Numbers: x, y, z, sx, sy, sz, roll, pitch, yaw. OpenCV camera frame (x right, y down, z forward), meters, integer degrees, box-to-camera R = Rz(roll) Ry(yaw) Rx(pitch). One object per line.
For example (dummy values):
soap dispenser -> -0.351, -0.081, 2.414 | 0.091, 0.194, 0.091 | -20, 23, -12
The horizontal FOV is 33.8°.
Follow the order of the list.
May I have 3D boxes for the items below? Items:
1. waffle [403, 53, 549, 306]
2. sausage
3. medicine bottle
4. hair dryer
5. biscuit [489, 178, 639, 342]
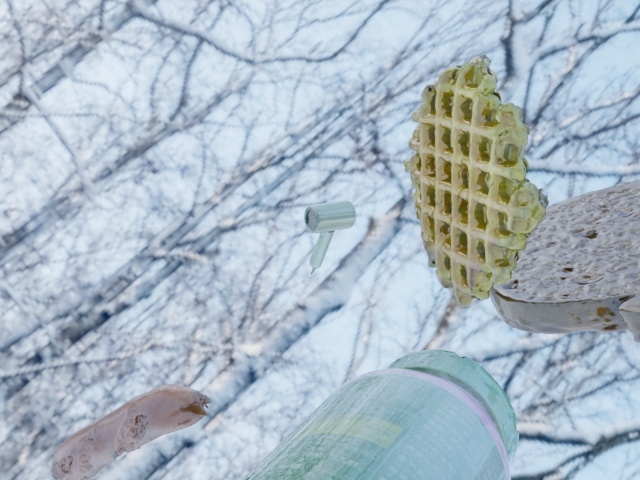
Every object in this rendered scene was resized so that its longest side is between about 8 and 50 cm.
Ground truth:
waffle -> 0.160, -0.063, 1.161 | 0.245, 0.052, 0.254 | 121, -42, -56
sausage -> -0.140, 0.138, 0.751 | 0.158, 0.042, 0.036 | -31, -110, 34
medicine bottle -> 0.030, 0.156, 0.600 | 0.133, 0.274, 0.133 | 7, -73, 24
hair dryer -> 0.000, 0.000, 1.407 | 0.038, 0.063, 0.124 | 56, -40, 35
biscuit -> 0.384, 0.023, 1.201 | 0.394, 0.350, 0.070 | -10, -66, 22
